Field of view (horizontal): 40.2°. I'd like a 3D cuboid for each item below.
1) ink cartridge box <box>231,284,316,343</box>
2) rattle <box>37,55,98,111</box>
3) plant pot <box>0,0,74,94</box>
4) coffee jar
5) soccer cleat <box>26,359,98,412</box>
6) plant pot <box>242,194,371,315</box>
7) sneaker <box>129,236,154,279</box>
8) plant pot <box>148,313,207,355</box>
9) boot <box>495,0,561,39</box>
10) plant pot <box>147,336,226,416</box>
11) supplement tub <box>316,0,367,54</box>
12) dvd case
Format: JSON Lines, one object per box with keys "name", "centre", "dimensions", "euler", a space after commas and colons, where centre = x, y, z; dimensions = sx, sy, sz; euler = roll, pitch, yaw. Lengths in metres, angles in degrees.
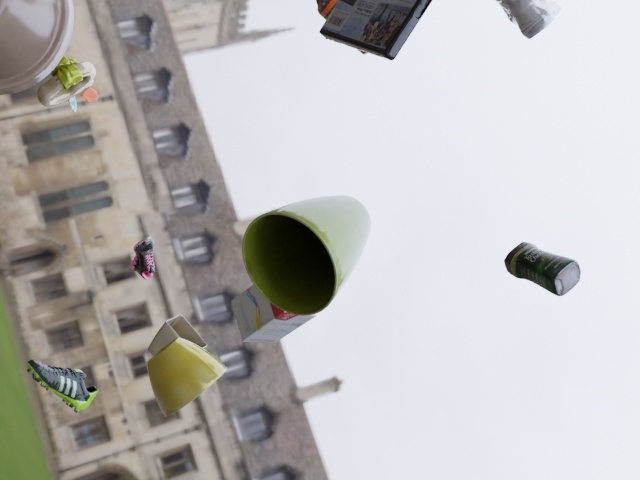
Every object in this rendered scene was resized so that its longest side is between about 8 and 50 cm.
{"name": "ink cartridge box", "centre": [-0.127, 0.180, 2.328], "dimensions": [0.176, 0.128, 0.127], "euler": [-36, -120, 32]}
{"name": "rattle", "centre": [-0.520, -0.337, 1.738], "dimensions": [0.142, 0.130, 0.200], "euler": [38, 9, -3]}
{"name": "plant pot", "centre": [-0.529, -0.364, 1.336], "dimensions": [0.229, 0.263, 0.263], "euler": [-143, -141, -83]}
{"name": "coffee jar", "centre": [0.552, 0.067, 2.193], "dimensions": [0.184, 0.096, 0.079], "euler": [26, -33, 52]}
{"name": "soccer cleat", "centre": [-0.528, 0.283, 1.789], "dimensions": [0.060, 0.072, 0.179], "euler": [24, -22, 45]}
{"name": "plant pot", "centre": [0.000, 0.000, 2.201], "dimensions": [0.274, 0.293, 0.275], "euler": [17, -57, 28]}
{"name": "sneaker", "centre": [-0.365, 0.040, 1.843], "dimensions": [0.057, 0.047, 0.119], "euler": [48, -36, 18]}
{"name": "plant pot", "centre": [-0.371, 0.266, 2.219], "dimensions": [0.109, 0.096, 0.109], "euler": [49, 11, 4]}
{"name": "boot", "centre": [0.424, -0.494, 1.809], "dimensions": [0.123, 0.095, 0.258], "euler": [50, 20, -5]}
{"name": "plant pot", "centre": [-0.243, 0.225, 1.513], "dimensions": [0.095, 0.134, 0.134], "euler": [54, -17, -4]}
{"name": "supplement tub", "centre": [0.066, -0.534, 2.037], "dimensions": [0.198, 0.106, 0.106], "euler": [42, -17, -6]}
{"name": "dvd case", "centre": [0.117, -0.388, 1.275], "dimensions": [0.022, 0.253, 0.180], "euler": [32, 1, -40]}
